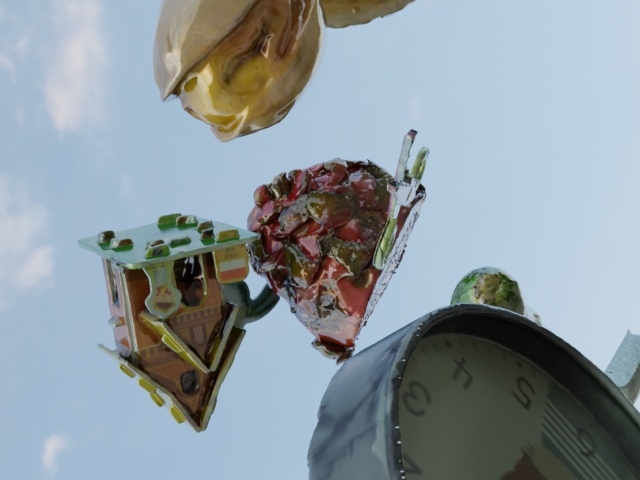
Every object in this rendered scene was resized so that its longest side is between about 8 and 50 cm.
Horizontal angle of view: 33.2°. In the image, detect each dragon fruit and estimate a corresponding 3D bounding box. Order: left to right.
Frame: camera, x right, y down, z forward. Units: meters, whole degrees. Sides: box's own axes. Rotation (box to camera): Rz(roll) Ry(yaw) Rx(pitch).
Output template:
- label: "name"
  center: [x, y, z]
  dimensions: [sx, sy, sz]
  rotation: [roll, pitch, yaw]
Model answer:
- label: "dragon fruit"
  center: [0.000, 0.000, 1.783]
  dimensions: [0.296, 0.263, 0.314]
  rotation: [106, -169, -46]

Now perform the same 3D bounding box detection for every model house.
- label: "model house"
  center: [-0.165, 0.125, 1.673]
  dimensions: [0.340, 0.300, 0.323]
  rotation: [-13, -77, -25]

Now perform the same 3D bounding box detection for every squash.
- label: "squash"
  center: [0.167, 0.078, 1.010]
  dimensions: [0.077, 0.068, 0.219]
  rotation: [-52, -26, 0]

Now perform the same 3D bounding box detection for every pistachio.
- label: "pistachio"
  center: [-0.109, -0.266, 1.391]
  dimensions: [0.308, 0.230, 0.230]
  rotation: [-78, -27, -42]

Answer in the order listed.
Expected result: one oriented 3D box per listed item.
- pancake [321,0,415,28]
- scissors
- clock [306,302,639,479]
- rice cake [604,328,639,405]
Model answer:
- label: "pancake"
  center: [0.016, -0.452, 1.740]
  dimensions: [0.387, 0.387, 0.082]
  rotation: [-41, -35, -37]
- label: "scissors"
  center: [0.078, -0.049, 1.020]
  dimensions: [0.187, 0.020, 0.133]
  rotation: [71, -139, -76]
- label: "clock"
  center: [0.134, 0.184, 0.629]
  dimensions: [0.067, 0.325, 0.325]
  rotation: [-41, -21, 32]
- label: "rice cake"
  center: [0.540, 0.232, 1.882]
  dimensions: [0.206, 0.063, 0.069]
  rotation: [-37, -55, -50]
